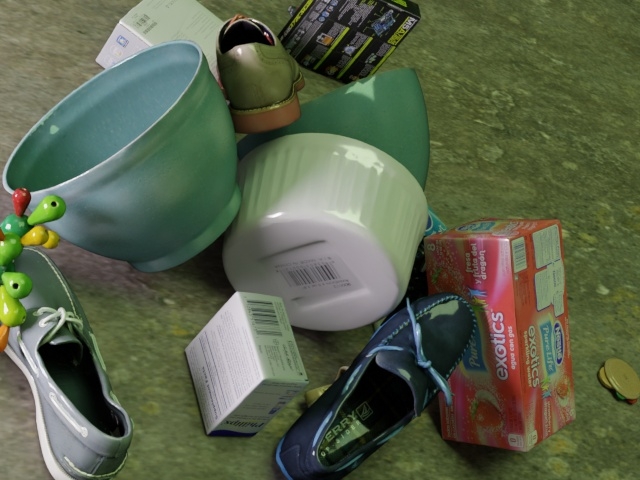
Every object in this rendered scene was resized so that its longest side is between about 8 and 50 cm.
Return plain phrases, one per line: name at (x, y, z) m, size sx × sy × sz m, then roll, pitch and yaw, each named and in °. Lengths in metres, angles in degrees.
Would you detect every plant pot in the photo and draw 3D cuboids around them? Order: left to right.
plant pot at (-0.221, -0.085, 1.472) m, size 0.196 × 0.293 × 0.293 m, roll 56°, pitch 30°, yaw -29°
plant pot at (0.043, -0.103, 1.718) m, size 0.290 × 0.290 × 0.196 m, roll -20°, pitch 86°, yaw -49°

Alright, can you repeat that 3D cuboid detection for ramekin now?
ramekin at (0.000, 0.000, 1.566) m, size 0.277 × 0.277 × 0.135 m, roll 28°, pitch 47°, yaw -18°

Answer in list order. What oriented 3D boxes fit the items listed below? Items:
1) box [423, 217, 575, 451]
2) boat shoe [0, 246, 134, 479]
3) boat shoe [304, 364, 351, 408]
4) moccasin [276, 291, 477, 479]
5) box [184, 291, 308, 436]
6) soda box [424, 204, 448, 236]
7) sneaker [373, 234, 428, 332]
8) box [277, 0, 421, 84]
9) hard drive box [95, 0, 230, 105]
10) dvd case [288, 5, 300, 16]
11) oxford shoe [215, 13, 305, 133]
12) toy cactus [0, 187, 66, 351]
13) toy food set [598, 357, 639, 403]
box at (0.256, 0.126, 1.648) m, size 0.154 × 0.142 × 0.300 m, roll -18°, pitch 105°, yaw -48°
boat shoe at (-0.288, 0.123, 1.326) m, size 0.116 × 0.099 × 0.320 m, roll 0°, pitch 54°, yaw -40°
boat shoe at (0.044, 0.196, 1.577) m, size 0.170 × 0.063 × 0.059 m, roll -21°, pitch 75°, yaw -49°
moccasin at (0.097, 0.195, 1.483) m, size 0.138 × 0.117 × 0.342 m, roll 47°, pitch 65°, yaw -7°
box at (-0.093, 0.154, 1.436) m, size 0.072 × 0.137 × 0.126 m, roll 9°, pitch 49°, yaw -37°
soda box at (0.138, -0.026, 1.866) m, size 0.210 × 0.071 × 0.067 m, roll 52°, pitch 38°, yaw 11°
sneaker at (0.136, 0.077, 1.725) m, size 0.079 × 0.121 × 0.217 m, roll 15°, pitch 45°, yaw -30°
box at (0.045, -0.362, 2.011) m, size 0.184 × 0.191 × 0.045 m, roll 15°, pitch 46°, yaw -30°
hard drive box at (-0.196, -0.269, 1.792) m, size 0.232 × 0.089 × 0.181 m, roll 38°, pitch 38°, yaw -5°
dvd case at (0.002, -0.381, 2.136) m, size 0.087 × 0.013 × 0.119 m, roll -13°, pitch 64°, yaw -47°
oxford shoe at (-0.087, -0.254, 1.608) m, size 0.122 × 0.130 × 0.348 m, roll -14°, pitch 22°, yaw -5°
toy cactus at (-0.382, 0.026, 1.311) m, size 0.112 × 0.219 × 0.180 m, roll 30°, pitch -1°, yaw -42°
toy food set at (0.511, 0.237, 1.984) m, size 0.082 × 0.020 × 0.083 m, roll 45°, pitch 37°, yaw 3°
